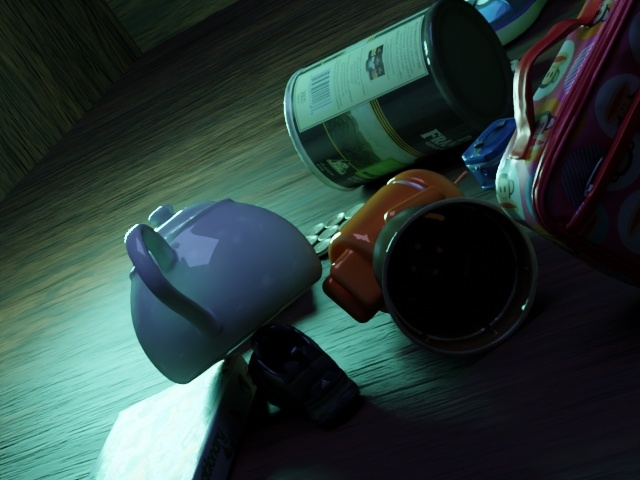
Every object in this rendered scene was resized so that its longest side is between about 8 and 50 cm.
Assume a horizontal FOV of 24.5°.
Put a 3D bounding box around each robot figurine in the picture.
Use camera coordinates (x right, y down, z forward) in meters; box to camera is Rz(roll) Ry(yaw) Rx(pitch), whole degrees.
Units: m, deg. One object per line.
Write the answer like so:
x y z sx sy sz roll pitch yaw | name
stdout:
0.098 0.000 1.762 0.128 0.158 0.219 17 51 40 | robot figurine

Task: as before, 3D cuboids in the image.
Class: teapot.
-0.137 0.037 1.734 0.252 0.187 0.256 -38 -2 -32 | teapot

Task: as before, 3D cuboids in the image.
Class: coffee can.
0.114 -0.209 2.137 0.275 0.201 0.201 -22 22 36 | coffee can

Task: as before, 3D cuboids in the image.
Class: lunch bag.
0.232 -0.115 1.914 0.098 0.065 0.067 -45 21 -30 | lunch bag
0.300 -0.118 1.384 0.293 0.258 0.120 -64 20 -2 | lunch bag

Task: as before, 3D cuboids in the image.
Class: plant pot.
0.132 0.028 1.599 0.167 0.167 0.165 -36 11 -3 | plant pot

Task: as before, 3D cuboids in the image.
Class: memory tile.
0.000 0.000 2.119 0.148 0.012 0.113 -26 20 27 | memory tile

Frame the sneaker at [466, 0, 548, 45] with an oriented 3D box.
0.282 -0.475 2.454 0.130 0.236 0.323 -11 29 51 | sneaker

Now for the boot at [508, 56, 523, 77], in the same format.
0.264 -0.240 2.214 0.087 0.042 0.118 -19 25 34 | boot

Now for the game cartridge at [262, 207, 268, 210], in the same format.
-0.139 0.064 2.116 0.198 0.062 0.297 -34 18 6 | game cartridge

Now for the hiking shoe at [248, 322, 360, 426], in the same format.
-0.036 0.133 1.681 0.086 0.114 0.227 -40 19 -17 | hiking shoe

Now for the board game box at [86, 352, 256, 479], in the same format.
-0.187 0.264 1.717 0.193 0.053 0.305 -28 19 20 | board game box
